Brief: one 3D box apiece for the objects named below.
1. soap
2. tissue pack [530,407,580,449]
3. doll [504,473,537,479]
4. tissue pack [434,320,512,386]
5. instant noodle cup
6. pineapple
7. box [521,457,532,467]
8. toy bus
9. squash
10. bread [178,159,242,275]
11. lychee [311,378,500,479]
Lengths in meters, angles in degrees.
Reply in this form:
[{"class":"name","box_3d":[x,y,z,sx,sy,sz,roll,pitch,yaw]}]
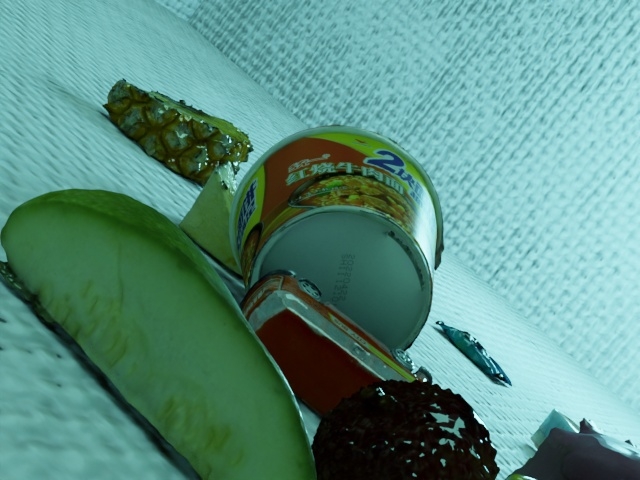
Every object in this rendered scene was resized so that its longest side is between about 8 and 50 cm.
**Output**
[{"class":"soap","box_3d":[0.321,0.278,1.269,0.220,0.127,0.325,30,-2,38]},{"class":"tissue pack","box_3d":[0.316,0.268,1.678,0.074,0.059,0.094,38,7,-24]},{"class":"doll","box_3d":[0.232,0.285,1.014,0.103,0.146,0.316,-7,-31,31]},{"class":"tissue pack","box_3d":[0.236,0.168,2.028,0.138,0.028,0.085,46,9,24]},{"class":"instant noodle cup","box_3d":[0.017,0.017,1.226,0.213,0.213,0.174,37,15,-14]},{"class":"pineapple","box_3d":[-0.155,-0.118,1.651,0.135,0.080,0.233,34,9,38]},{"class":"box","box_3d":[0.297,0.306,1.500,0.155,0.023,0.087,44,11,32]},{"class":"toy bus","box_3d":[0.007,0.102,1.112,0.174,0.079,0.077,38,17,-9]},{"class":"squash","box_3d":[-0.086,0.065,0.786,0.169,0.093,0.252,37,7,-31]},{"class":"bread","box_3d":[-0.082,-0.016,1.355,0.109,0.080,0.084,37,9,3]},{"class":"lychee","box_3d":[0.058,0.154,0.884,0.123,0.123,0.129,-4,71,-79]}]
